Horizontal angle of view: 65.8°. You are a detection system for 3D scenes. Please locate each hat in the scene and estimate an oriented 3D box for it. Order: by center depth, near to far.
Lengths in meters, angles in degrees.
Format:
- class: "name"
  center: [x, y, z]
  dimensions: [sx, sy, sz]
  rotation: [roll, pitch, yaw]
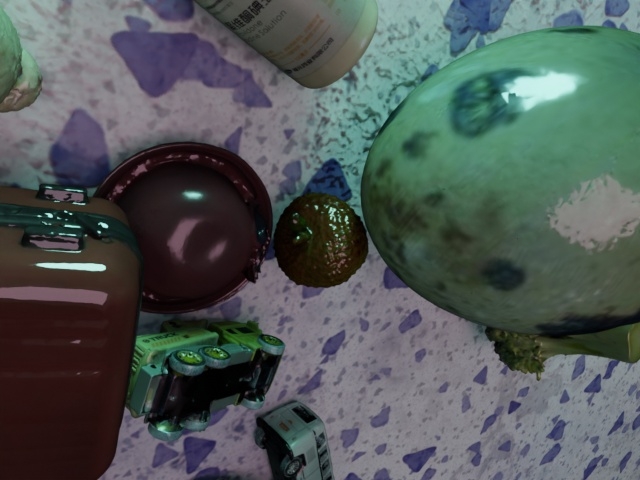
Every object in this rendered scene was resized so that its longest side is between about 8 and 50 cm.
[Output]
- class: "hat"
  center: [-0.134, -0.002, 0.513]
  dimensions: [0.205, 0.089, 0.205]
  rotation: [-13, 117, -28]

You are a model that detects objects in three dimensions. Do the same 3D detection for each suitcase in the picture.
- class: "suitcase"
  center: [-0.294, 0.072, 0.365]
  dimensions: [0.297, 0.161, 0.236]
  rotation: [5, 114, -26]

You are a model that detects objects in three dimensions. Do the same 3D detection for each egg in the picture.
- class: "egg"
  center: [0.252, -0.063, 0.567]
  dimensions: [0.428, 0.345, 0.345]
  rotation: [-1, 111, -23]

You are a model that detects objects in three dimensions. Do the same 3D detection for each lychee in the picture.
- class: "lychee"
  center: [0.000, 0.000, 0.581]
  dimensions: [0.114, 0.114, 0.146]
  rotation: [-61, 155, 5]

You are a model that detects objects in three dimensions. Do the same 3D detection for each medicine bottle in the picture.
- class: "medicine bottle"
  center: [-0.065, -0.247, 0.434]
  dimensions: [0.252, 0.114, 0.114]
  rotation: [30, 93, -37]

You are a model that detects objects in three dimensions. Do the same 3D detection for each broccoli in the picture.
- class: "broccoli"
  center: [0.411, 0.109, 0.801]
  dimensions: [0.247, 0.243, 0.263]
  rotation: [16, 95, -29]

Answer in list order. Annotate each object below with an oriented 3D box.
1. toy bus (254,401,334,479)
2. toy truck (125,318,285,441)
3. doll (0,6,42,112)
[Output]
- class: "toy bus"
  center: [-0.029, 0.330, 0.724]
  dimensions: [0.089, 0.087, 0.194]
  rotation: [-26, 121, -31]
- class: "toy truck"
  center: [-0.135, 0.135, 0.543]
  dimensions: [0.191, 0.116, 0.085]
  rotation: [4, 108, -58]
- class: "doll"
  center: [-0.280, -0.187, 0.291]
  dimensions: [0.175, 0.149, 0.278]
  rotation: [-29, 129, -32]
